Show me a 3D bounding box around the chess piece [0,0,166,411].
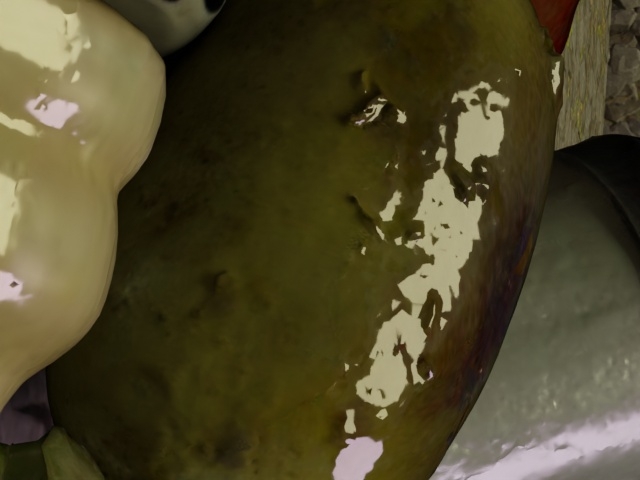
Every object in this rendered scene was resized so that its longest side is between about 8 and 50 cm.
[{"bbox_3d":[-0.148,0.078,0.438,0.167,0.167,0.300,44,58,-70],"label":"chess piece"}]

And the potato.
[{"bbox_3d":[0.000,0.000,0.754,0.307,0.173,0.210,-66,159,-16],"label":"potato"}]

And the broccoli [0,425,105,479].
[{"bbox_3d":[-0.122,0.104,0.567,0.130,0.120,0.131,25,35,-57],"label":"broccoli"}]

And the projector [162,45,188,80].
[{"bbox_3d":[-0.042,-0.097,0.894,0.082,0.083,0.083,-2,94,-75],"label":"projector"}]

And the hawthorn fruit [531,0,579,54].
[{"bbox_3d":[0.073,-0.169,1.073,0.248,0.208,0.208,-40,131,-59],"label":"hawthorn fruit"}]

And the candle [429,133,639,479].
[{"bbox_3d":[0.087,0.073,1.058,0.221,0.342,0.221,163,-90,-76],"label":"candle"}]

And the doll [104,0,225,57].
[{"bbox_3d":[-0.078,-0.162,0.720,0.110,0.107,0.181,36,49,-47],"label":"doll"}]
